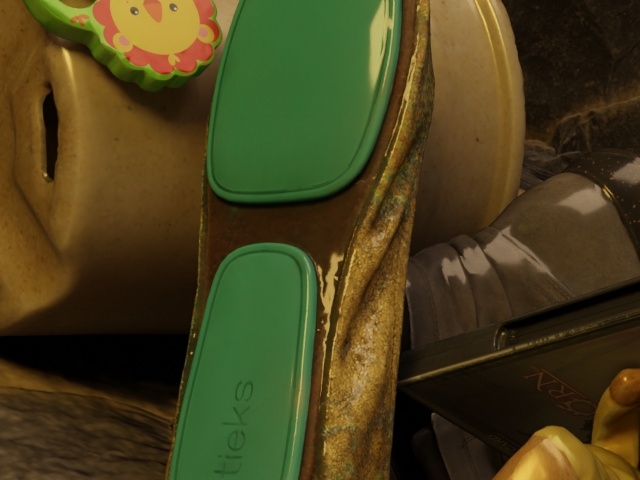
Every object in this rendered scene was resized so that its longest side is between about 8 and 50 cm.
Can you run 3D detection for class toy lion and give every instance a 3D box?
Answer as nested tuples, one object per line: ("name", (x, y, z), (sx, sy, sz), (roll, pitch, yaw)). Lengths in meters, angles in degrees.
("toy lion", (-0.099, -0.119, 0.671), (0.100, 0.034, 0.096), (-5, 72, -34))

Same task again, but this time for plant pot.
("plant pot", (-0.098, -0.070, 0.842), (0.305, 0.334, 0.334), (-6, 33, -46))

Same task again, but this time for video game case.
("video game case", (0.194, 0.076, 0.632), (0.196, 0.026, 0.274), (33, -35, -26))

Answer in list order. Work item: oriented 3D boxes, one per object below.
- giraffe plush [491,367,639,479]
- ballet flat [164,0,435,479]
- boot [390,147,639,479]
("giraffe plush", (0.128, 0.176, 0.563), (0.170, 0.181, 0.210), (42, 33, 17))
("ballet flat", (0.000, 0.000, 0.680), (0.123, 0.349, 0.123), (9, -13, 2))
("boot", (0.152, 0.132, 0.826), (0.222, 0.338, 0.118), (-29, 5, -26))
